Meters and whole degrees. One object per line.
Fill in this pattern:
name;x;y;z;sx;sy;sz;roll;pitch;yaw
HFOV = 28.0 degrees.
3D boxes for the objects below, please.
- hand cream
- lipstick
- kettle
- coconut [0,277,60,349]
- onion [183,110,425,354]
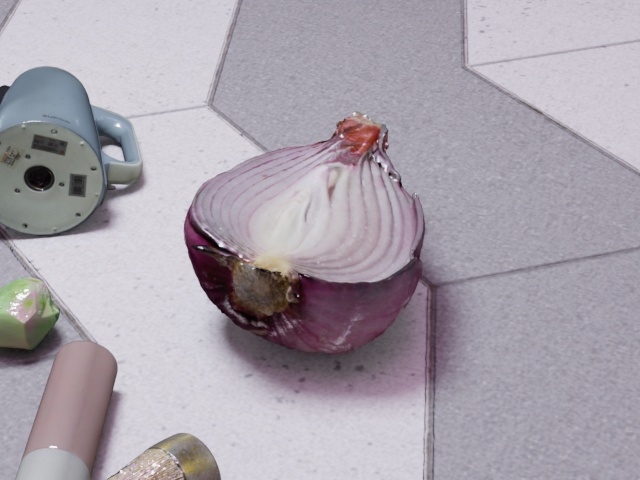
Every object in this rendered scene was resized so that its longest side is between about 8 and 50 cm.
hand cream;-0.185;0.246;1.175;0.084;0.084;0.203;28;30;34
lipstick;-0.258;0.208;1.279;0.070;0.070;0.254;1;36;3
kettle;-0.336;-0.129;1.694;0.210;0.160;0.243;11;28;-14
coconut;-0.336;0.082;1.448;0.081;0.083;0.082;0;77;4
onion;0.000;0.000;1.482;0.267;0.159;0.348;22;39;13
